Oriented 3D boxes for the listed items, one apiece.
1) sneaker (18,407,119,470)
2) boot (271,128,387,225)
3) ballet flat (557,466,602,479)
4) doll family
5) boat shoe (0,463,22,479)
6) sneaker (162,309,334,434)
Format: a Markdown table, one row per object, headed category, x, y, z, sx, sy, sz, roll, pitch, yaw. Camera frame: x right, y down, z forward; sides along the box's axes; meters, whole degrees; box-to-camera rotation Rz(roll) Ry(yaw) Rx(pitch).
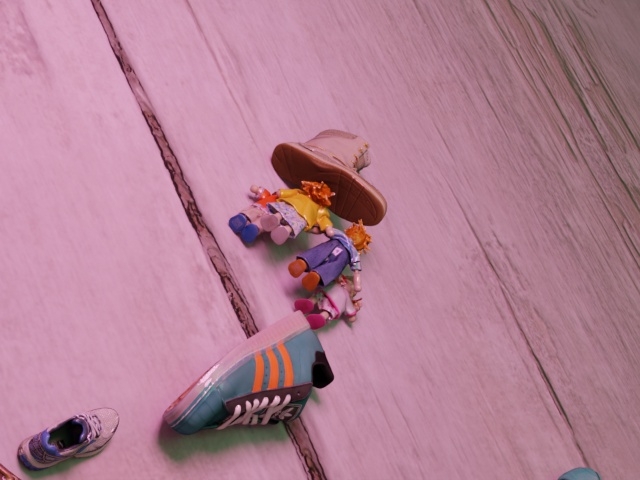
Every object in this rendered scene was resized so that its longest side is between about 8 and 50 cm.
| category | x | y | z | sx | sy | sz | roll | pitch | yaw |
| --- | --- | --- | --- | --- | --- | --- | --- | --- | --- |
| sneaker | -0.278 | 0.224 | 1.270 | 0.135 | 0.058 | 0.052 | -22 | 78 | -51 |
| boot | 0.047 | -0.110 | 1.798 | 0.213 | 0.077 | 0.165 | 32 | 30 | 20 |
| ballet flat | 0.432 | 0.488 | 1.781 | 0.087 | 0.083 | 0.247 | 1 | 58 | -17 |
| doll family | 0.000 | 0.000 | 1.672 | 0.263 | 0.118 | 0.163 | 53 | 38 | 1 |
| boat shoe | -0.284 | 0.311 | 1.153 | 0.342 | 0.123 | 0.123 | 36 | 42 | -11 |
| sneaker | -0.079 | 0.195 | 1.453 | 0.121 | 0.108 | 0.302 | 52 | 37 | 6 |
